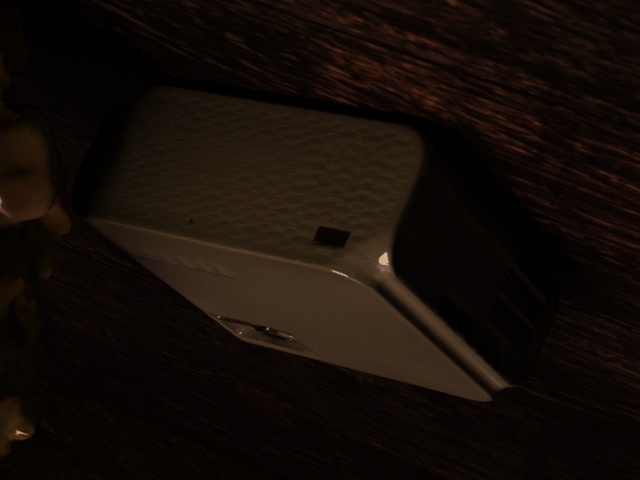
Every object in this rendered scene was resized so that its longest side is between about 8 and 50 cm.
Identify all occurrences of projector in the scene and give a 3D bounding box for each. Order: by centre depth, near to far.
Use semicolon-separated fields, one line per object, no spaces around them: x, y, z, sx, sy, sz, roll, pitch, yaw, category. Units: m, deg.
0.000;0.000;1.057;0.250;0.108;0.198;11;159;38;projector

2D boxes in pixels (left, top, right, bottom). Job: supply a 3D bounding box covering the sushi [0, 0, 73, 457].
-0.326;-0.024;0.930;0.240;0.396;0.351;-2;-172;37;sushi
